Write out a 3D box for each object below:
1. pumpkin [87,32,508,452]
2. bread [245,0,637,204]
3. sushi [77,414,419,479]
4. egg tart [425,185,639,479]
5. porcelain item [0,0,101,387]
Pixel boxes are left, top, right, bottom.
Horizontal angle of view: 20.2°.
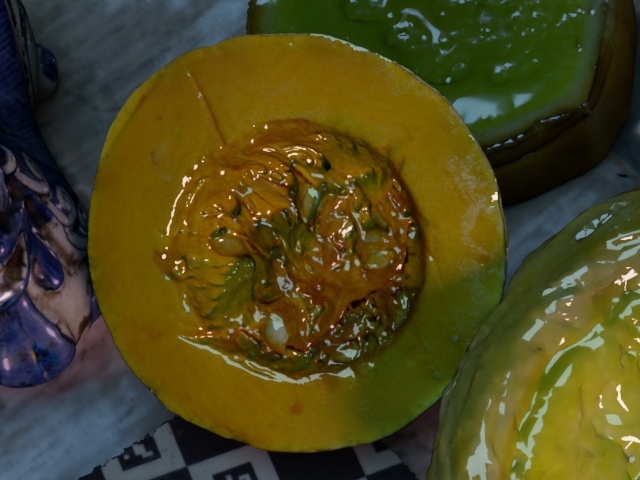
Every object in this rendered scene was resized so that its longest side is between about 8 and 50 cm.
[{"bbox_3d":[-0.003,-0.001,0.941,0.217,0.110,0.217,2,97,14],"label":"pumpkin"},{"bbox_3d":[0.070,-0.126,1.029,0.236,0.070,0.236,-4,65,8],"label":"bread"},{"bbox_3d":[-0.068,0.196,0.921,0.279,0.043,0.192,-32,58,-20],"label":"sushi"},{"bbox_3d":[0.222,0.126,0.857,0.345,0.132,0.345,-4,66,9],"label":"egg tart"},{"bbox_3d":[-0.213,-0.055,0.984,0.138,0.186,0.288,-23,63,1],"label":"porcelain item"}]
